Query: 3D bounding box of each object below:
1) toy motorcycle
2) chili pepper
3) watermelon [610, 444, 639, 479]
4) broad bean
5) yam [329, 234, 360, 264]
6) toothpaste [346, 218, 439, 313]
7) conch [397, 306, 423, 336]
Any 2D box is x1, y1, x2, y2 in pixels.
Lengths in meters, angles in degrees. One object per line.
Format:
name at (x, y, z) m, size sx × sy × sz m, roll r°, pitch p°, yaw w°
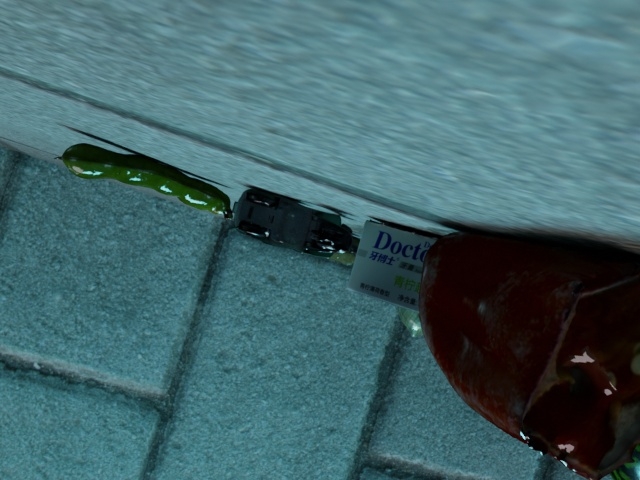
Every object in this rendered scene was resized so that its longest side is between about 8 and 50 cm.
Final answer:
toy motorcycle at (-0.027, -0.017, 0.995) m, size 0.173 × 0.058 × 0.100 m, roll 18°, pitch -175°, yaw 30°
chili pepper at (0.147, 0.068, 0.647) m, size 0.136 × 0.144 × 0.252 m, roll -21°, pitch -161°, yaw -18°
watermelon at (0.585, 0.305, 1.339) m, size 0.285 × 0.285 × 0.285 m, roll 18°, pitch 178°, yaw 1°
broad bean at (-0.212, -0.076, 1.060) m, size 0.052 × 0.053 × 0.256 m, roll -31°, pitch 147°, yaw 33°
yam at (0.000, 0.000, 1.285) m, size 0.132 × 0.054 × 0.054 m, roll 18°, pitch 178°, yaw -33°
toothpaste at (0.186, 0.057, 0.825) m, size 0.336 × 0.081 × 0.067 m, roll 17°, pitch -179°, yaw 33°
conch at (0.162, 0.076, 1.376) m, size 0.234 × 0.114 × 0.137 m, roll 55°, pitch -179°, yaw 22°
